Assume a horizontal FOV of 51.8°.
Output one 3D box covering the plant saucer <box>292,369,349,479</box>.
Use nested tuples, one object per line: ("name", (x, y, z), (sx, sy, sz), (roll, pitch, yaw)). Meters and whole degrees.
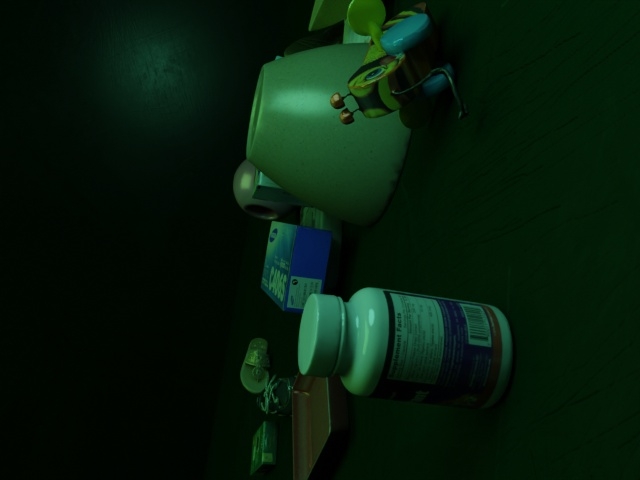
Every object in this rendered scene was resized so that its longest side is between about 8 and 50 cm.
("plant saucer", (-0.002, 0.316, 1.238), (0.259, 0.048, 0.258), (-93, 17, -48))

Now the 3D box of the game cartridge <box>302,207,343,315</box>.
("game cartridge", (0.000, 0.000, 1.457), (0.196, 0.060, 0.294), (114, 161, -61))

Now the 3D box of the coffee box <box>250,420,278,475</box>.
("coffee box", (-0.152, 0.562, 1.769), (0.184, 0.040, 0.113), (117, 158, -57))

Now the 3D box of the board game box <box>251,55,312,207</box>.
("board game box", (-0.053, -0.225, 1.405), (0.142, 0.144, 0.275), (149, 129, -76))

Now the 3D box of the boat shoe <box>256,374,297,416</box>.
("boat shoe", (-0.100, 0.370, 1.575), (0.254, 0.079, 0.095), (132, 145, -69))

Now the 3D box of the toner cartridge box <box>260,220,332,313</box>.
("toner cartridge box", (-0.059, 0.048, 1.393), (0.348, 0.075, 0.165), (-168, 88, -78))

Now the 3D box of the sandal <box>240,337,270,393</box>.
("sandal", (-0.194, 0.357, 2.009), (0.240, 0.088, 0.079), (-92, 10, -61))

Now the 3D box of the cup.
("cup", (-0.001, -0.205, 1.173), (0.331, 0.237, 0.331), (-171, 90, -79))

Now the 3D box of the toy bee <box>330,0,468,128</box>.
("toy bee", (0.087, -0.231, 0.881), (0.195, 0.162, 0.298), (64, -162, -10))

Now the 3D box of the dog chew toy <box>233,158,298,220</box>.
("dog chew toy", (-0.130, -0.229, 1.920), (0.206, 0.207, 0.331), (130, 155, -68))

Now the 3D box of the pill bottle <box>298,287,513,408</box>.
("pill bottle", (0.080, 0.105, 0.655), (0.108, 0.194, 0.108), (-171, 90, -79))

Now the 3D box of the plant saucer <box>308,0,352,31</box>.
("plant saucer", (0.090, -0.622, 1.313), (0.333, 0.081, 0.332), (126, 160, -52))

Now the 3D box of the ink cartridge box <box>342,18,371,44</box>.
("ink cartridge box", (0.099, -0.416, 1.326), (0.225, 0.056, 0.181), (146, 132, -67))

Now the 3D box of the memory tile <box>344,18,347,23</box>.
("memory tile", (0.076, -0.559, 1.613), (0.113, 0.012, 0.148), (-104, 25, -62))

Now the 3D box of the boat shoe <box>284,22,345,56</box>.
("boat shoe", (0.011, -0.418, 1.462), (0.080, 0.223, 0.073), (27, 136, 32))

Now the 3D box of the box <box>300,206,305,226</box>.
("box", (-0.039, -0.073, 1.770), (0.083, 0.018, 0.067), (-93, 17, -44))
